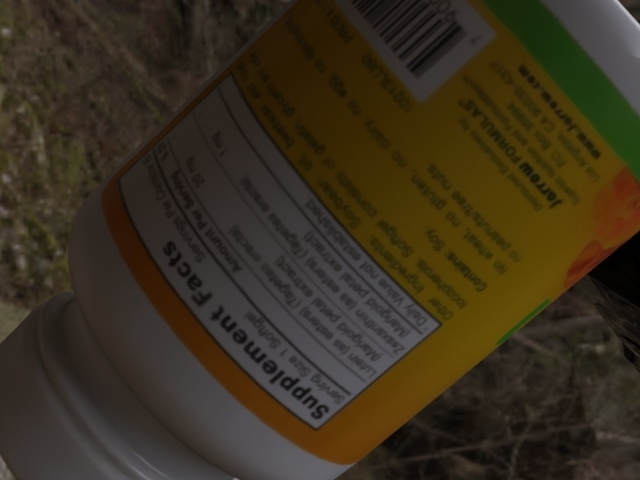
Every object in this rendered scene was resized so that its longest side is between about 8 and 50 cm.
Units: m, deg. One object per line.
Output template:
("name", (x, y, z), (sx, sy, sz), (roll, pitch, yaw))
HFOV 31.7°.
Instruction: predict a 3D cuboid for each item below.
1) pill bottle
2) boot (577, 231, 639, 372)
("pill bottle", (0.000, 0.000, 0.400), (0.136, 0.245, 0.136), (46, 12, -13))
("boot", (0.269, -0.084, 0.662), (0.445, 0.146, 0.367), (32, 76, -66))
